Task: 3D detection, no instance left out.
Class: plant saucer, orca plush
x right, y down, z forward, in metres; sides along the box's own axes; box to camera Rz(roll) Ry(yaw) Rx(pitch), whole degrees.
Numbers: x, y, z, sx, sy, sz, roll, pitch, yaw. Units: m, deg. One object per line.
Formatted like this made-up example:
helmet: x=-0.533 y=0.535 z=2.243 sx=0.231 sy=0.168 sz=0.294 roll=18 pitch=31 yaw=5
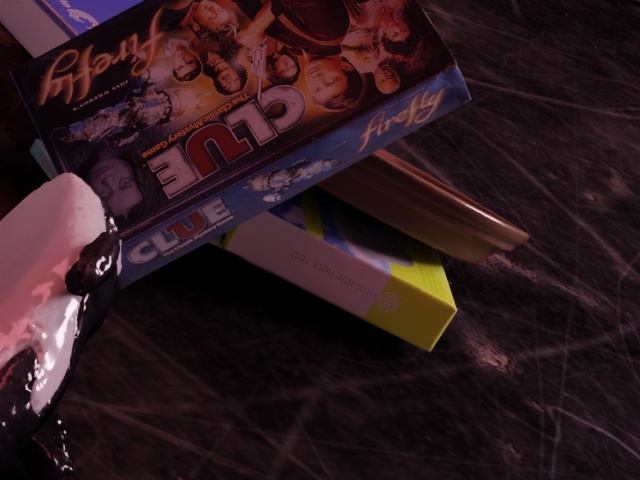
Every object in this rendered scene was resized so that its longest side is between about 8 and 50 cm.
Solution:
plant saucer: x=0.016 y=-0.056 z=1.301 sx=0.278 sy=0.041 sz=0.278 roll=28 pitch=4 yaw=-2
orca plush: x=-0.138 y=0.079 z=0.893 sx=0.102 sy=0.151 sz=0.287 roll=55 pitch=12 yaw=-22

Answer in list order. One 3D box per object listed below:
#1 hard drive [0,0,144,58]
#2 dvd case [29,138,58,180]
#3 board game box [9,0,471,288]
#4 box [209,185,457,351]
hard drive: x=-0.130 y=-0.186 z=1.487 sx=0.319 sy=0.040 sz=0.210 roll=-2 pitch=39 yaw=-49
dvd case: x=-0.122 y=-0.033 z=1.229 sx=0.119 sy=0.013 sz=0.087 roll=7 pitch=32 yaw=-43
board game box: x=-0.053 y=-0.095 z=1.156 sx=0.165 sy=0.243 sz=0.042 roll=60 pitch=-2 yaw=33
box: x=0.000 y=0.000 z=1.240 sx=0.178 sy=0.042 sz=0.109 roll=27 pitch=19 yaw=-16
